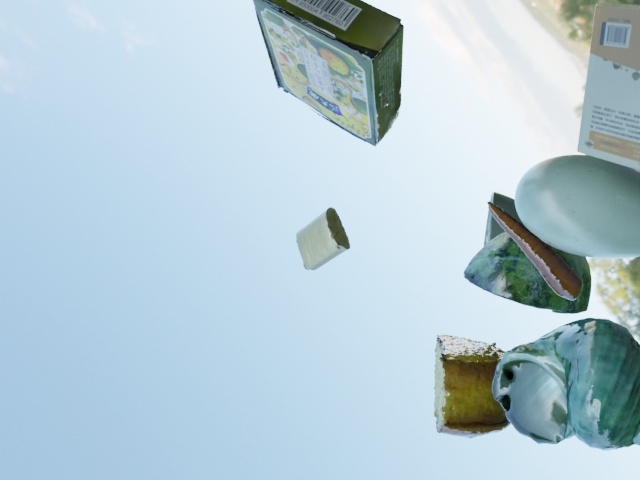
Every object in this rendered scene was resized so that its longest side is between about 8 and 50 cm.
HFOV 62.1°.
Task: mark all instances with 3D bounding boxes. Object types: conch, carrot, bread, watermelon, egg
[{"bbox_3d":[0.349,0.194,0.691,0.134,0.196,0.202,-1,-157,-21],"label":"conch"},{"bbox_3d":[0.356,0.012,0.890,0.216,0.048,0.048,48,-150,6],"label":"carrot"},{"bbox_3d":[0.000,0.000,1.574,0.060,0.178,0.140,-10,-109,-41],"label":"bread"},{"bbox_3d":[0.354,0.328,1.228,0.340,0.178,0.195,-3,-86,-79],"label":"bread"},{"bbox_3d":[0.540,0.086,1.380,0.305,0.180,0.224,9,-120,0],"label":"watermelon"},{"bbox_3d":[0.639,-0.073,1.232,0.370,0.230,0.230,16,-145,3],"label":"egg"}]

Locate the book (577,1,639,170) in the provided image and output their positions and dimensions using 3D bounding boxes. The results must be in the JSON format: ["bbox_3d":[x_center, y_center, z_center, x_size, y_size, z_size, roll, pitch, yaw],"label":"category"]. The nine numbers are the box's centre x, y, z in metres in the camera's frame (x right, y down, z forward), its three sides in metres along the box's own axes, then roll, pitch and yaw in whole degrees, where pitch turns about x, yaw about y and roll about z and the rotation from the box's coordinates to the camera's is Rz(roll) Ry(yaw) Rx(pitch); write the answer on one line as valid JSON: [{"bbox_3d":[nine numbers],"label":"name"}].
[{"bbox_3d":[0.579,-0.270,0.969,0.020,0.296,0.208,-26,-144,-23],"label":"book"}]

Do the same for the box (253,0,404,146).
[{"bbox_3d":[0.030,-0.479,1.417,0.373,0.138,0.420,34,169,17],"label":"box"}]

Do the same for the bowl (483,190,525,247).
[{"bbox_3d":[0.588,-0.002,1.648,0.289,0.146,0.289,7,-90,-76],"label":"bowl"}]
